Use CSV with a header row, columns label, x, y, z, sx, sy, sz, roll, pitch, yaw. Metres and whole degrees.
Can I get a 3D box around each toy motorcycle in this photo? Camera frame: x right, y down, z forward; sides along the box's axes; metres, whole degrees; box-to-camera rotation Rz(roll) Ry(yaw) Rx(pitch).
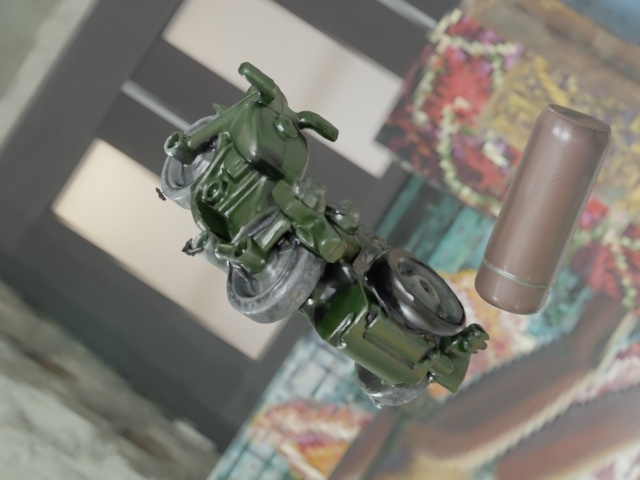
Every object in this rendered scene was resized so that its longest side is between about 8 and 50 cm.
label,x,y,z,sx,sy,sz,roll,pitch,yaw
toy motorcycle,0.000,0.000,1.263,0.205,0.127,0.275,33,-167,-34

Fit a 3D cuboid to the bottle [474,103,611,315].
label,x,y,z,sx,sy,sz,roll,pitch,yaw
bottle,0.149,-0.020,1.203,0.053,0.140,0.053,19,-165,-5
